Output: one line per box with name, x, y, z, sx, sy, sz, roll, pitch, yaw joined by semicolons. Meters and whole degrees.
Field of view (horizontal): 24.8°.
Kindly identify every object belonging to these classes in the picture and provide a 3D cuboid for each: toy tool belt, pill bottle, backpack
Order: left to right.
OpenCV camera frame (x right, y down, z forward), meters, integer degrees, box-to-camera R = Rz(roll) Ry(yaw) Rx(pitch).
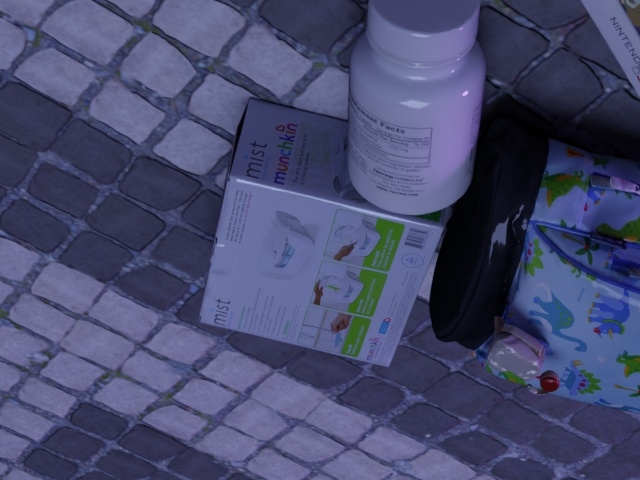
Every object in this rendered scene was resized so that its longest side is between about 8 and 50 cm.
pill bottle;0.092;-0.145;1.403;0.131;0.131;0.229;7;139;5
toy tool belt;0.204;0.110;1.445;0.083;0.051;0.052;33;128;-15
backpack;0.319;0.050;1.513;0.355;0.273;0.290;7;138;-10

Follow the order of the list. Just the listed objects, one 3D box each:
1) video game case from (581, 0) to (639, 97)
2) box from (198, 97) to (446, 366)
video game case;0.371;-0.198;1.287;0.232;0.042;0.210;-26;103;36
box;0.000;0.000;1.597;0.231;0.127;0.262;13;140;-2
